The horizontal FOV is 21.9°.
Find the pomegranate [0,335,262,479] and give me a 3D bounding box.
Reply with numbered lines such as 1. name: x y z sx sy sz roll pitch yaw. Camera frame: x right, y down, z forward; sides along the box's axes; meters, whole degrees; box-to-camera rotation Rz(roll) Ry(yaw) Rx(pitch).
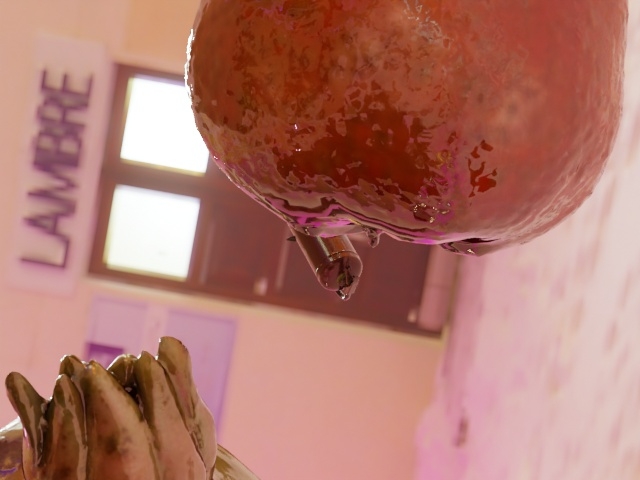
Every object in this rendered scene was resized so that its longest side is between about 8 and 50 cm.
1. pomegranate: -0.099 0.158 0.868 0.204 0.222 0.277 -26 -46 -67

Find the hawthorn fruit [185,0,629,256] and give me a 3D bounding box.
1. hawthorn fruit: 0.075 -0.169 1.053 0.285 0.284 0.369 131 158 -88

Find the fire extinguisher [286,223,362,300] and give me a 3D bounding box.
1. fire extinguisher: 0.000 0.000 1.287 0.056 0.039 0.132 92 156 -47
